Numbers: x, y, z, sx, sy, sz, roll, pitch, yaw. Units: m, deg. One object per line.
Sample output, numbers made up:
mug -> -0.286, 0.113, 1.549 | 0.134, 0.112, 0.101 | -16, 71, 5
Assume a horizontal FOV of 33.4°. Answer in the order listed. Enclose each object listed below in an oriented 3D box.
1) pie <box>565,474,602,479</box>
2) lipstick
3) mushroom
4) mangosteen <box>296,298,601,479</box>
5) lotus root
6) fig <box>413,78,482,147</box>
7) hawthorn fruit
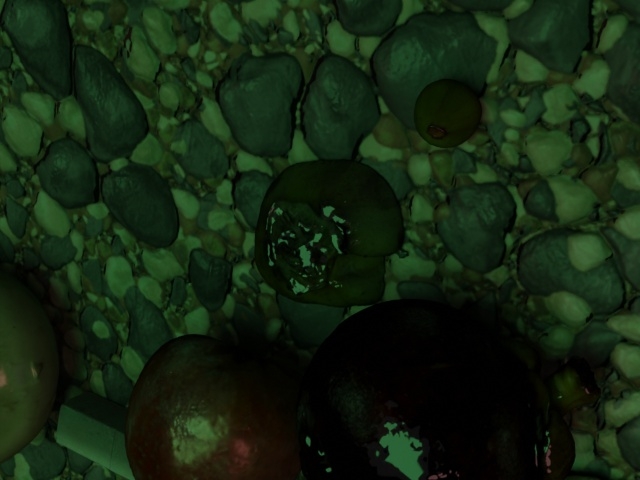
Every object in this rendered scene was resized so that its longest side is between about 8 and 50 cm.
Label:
pie -> 0.292, 0.372, 1.218 | 0.185, 0.052, 0.218 | 7, 108, 24
lipstick -> -0.217, 0.299, 1.460 | 0.317, 0.066, 0.068 | 20, 111, 23
mushroom -> -0.536, 0.194, 1.451 | 0.314, 0.336, 0.314 | 13, 114, 31
mangosteen -> 0.116, 0.204, 1.158 | 0.297, 0.293, 0.297 | 32, 139, 34
lotus root -> -0.004, 0.000, 1.270 | 0.203, 0.078, 0.183 | -3, 102, 27
fig -> 0.134, -0.134, 1.157 | 0.074, 0.088, 0.074 | 12, 125, 18
hawthorn fruit -> -0.134, 0.228, 1.286 | 0.235, 0.263, 0.231 | 42, 160, 17
